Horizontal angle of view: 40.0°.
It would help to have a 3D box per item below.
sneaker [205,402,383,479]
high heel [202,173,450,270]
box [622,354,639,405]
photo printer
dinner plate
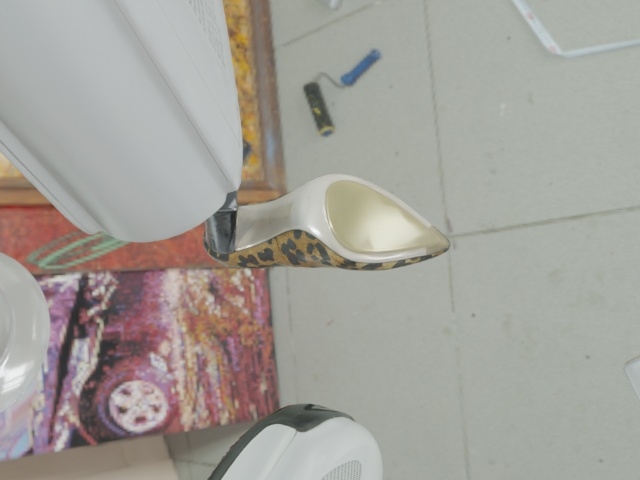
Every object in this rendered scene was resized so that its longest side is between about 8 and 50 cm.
[{"bbox_3d":[0.036,0.301,0.411,0.257,0.169,0.447,-3,60,29],"label":"sneaker"},{"bbox_3d":[0.000,0.000,0.955,0.186,0.261,0.093,100,180,-70],"label":"high heel"},{"bbox_3d":[0.416,0.078,0.556,0.345,0.215,0.168,-36,65,37],"label":"box"},{"bbox_3d":[-0.137,-0.176,0.392,0.107,0.307,0.256,-16,59,7],"label":"photo printer"},{"bbox_3d":[-0.270,0.067,0.639,0.017,0.141,0.141,98,156,-70],"label":"dinner plate"}]
